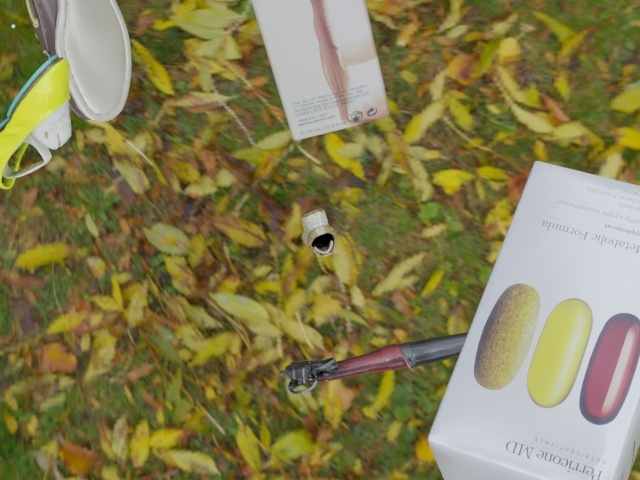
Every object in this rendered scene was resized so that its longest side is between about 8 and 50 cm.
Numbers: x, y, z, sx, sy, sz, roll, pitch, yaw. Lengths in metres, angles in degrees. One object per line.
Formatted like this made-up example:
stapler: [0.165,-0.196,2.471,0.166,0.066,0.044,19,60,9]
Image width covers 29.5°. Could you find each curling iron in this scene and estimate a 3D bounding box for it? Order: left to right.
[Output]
curling iron: [0.088,0.134,1.353,0.274,0.068,0.035,-10,94,4]

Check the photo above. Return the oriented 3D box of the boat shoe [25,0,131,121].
boat shoe: [-0.350,-0.318,1.678,0.117,0.097,0.324,-19,97,-43]

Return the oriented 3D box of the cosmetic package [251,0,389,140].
cosmetic package: [-0.014,-0.283,1.425,0.129,0.153,0.296,-15,136,3]

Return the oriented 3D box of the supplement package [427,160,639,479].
supplement package: [0.194,0.086,0.938,0.139,0.134,0.244,15,68,20]

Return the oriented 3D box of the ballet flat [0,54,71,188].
ballet flat: [-0.333,-0.129,1.405,0.077,0.231,0.077,47,42,-9]

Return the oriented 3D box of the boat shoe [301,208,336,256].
boat shoe: [0.000,0.000,1.802,0.050,0.135,0.045,-21,66,2]
